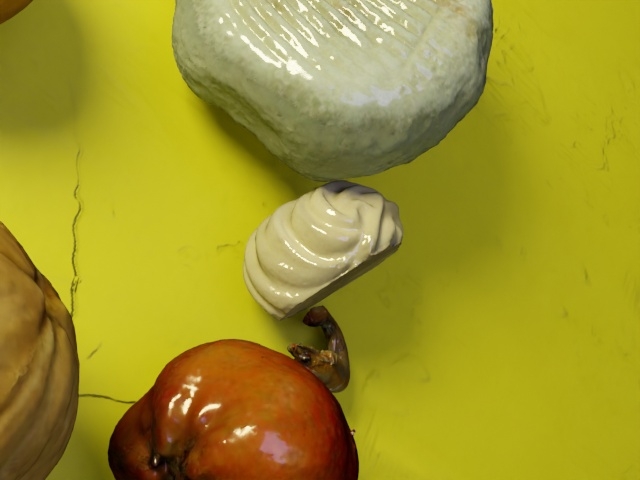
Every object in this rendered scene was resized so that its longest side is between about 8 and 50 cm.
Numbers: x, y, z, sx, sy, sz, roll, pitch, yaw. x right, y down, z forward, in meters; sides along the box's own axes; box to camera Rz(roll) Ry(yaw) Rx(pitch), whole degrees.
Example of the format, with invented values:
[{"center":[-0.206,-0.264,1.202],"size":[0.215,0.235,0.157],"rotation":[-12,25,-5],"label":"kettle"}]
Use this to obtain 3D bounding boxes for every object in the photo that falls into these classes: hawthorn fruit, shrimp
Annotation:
[{"center":[-0.063,0.201,0.793],"size":[0.261,0.224,0.224],"rotation":[10,77,-60],"label":"hawthorn fruit"},{"center":[0.003,0.112,0.910],"size":[0.162,0.045,0.095],"rotation":[42,53,-62],"label":"shrimp"}]

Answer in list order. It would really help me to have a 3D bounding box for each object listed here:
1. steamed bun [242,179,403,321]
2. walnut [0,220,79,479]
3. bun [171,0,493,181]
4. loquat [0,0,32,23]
[{"center":[0.000,0.000,0.890],"size":[0.183,0.183,0.106],"rotation":[-29,81,-35],"label":"steamed bun"},{"center":[-0.327,0.097,0.564],"size":[0.313,0.277,0.251],"rotation":[-23,67,-1],"label":"walnut"},{"center":[0.016,-0.227,0.893],"size":[0.355,0.194,0.354],"rotation":[5,66,-11],"label":"bun"},{"center":[-0.315,-0.255,0.662],"size":[0.208,0.208,0.207],"rotation":[5,81,-36],"label":"loquat"}]
